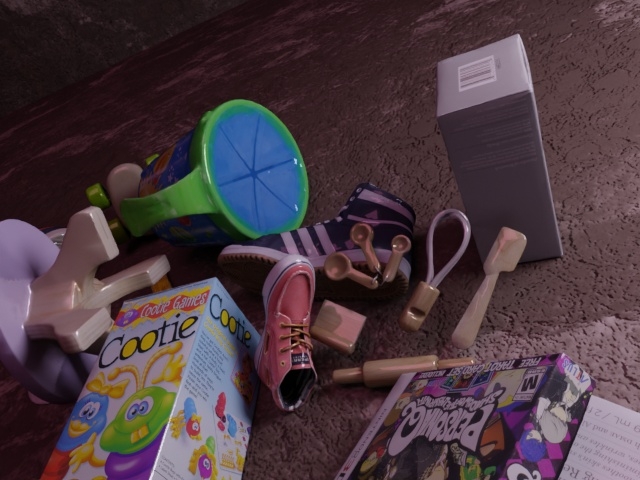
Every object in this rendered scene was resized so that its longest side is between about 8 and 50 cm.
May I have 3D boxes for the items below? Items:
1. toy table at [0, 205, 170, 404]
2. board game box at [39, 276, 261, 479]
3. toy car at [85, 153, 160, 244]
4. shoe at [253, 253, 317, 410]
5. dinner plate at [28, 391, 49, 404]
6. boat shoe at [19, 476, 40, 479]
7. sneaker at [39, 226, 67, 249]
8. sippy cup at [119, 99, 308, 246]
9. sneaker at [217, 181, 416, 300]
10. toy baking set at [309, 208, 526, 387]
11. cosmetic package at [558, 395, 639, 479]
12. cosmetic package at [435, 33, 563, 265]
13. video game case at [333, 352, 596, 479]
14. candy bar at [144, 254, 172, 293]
[{"bbox_3d":[-0.328,0.088,0.748,0.161,0.274,0.252,-15,28,13],"label":"toy table"},{"bbox_3d":[-0.173,0.199,0.613,0.142,0.144,0.275,-15,38,19],"label":"board game box"},{"bbox_3d":[-0.366,-0.085,1.134,0.155,0.148,0.188,-28,7,-5],"label":"toy car"},{"bbox_3d":[-0.030,0.109,0.626,0.064,0.177,0.081,-2,30,-29],"label":"shoe"},{"bbox_3d":[-0.412,0.198,0.880,0.141,0.017,0.141,-19,36,14],"label":"dinner plate"},{"bbox_3d":[-0.288,0.344,0.555,0.109,0.091,0.305,-39,37,-14],"label":"boat shoe"},{"bbox_3d":[-0.616,0.093,1.061,0.350,0.131,0.148,-35,29,-19],"label":"sneaker"},{"bbox_3d":[-0.177,-0.088,0.914,0.224,0.306,0.239,-14,65,36],"label":"sippy cup"},{"bbox_3d":[0.000,0.000,0.776,0.283,0.099,0.153,1,50,24],"label":"sneaker"},{"bbox_3d":[0.101,0.065,0.616,0.256,0.030,0.196,-6,76,23],"label":"toy baking set"},{"bbox_3d":[0.167,0.229,0.405,0.117,0.085,0.231,14,52,43],"label":"cosmetic package"},{"bbox_3d":[0.211,-0.093,0.640,0.107,0.238,0.127,-14,41,24],"label":"cosmetic package"},{"bbox_3d":[0.082,0.192,0.437,0.210,0.042,0.232,-50,6,-26],"label":"video game case"},{"bbox_3d":[-0.279,0.068,0.947,0.040,0.018,0.161,-31,35,-9],"label":"candy bar"}]
